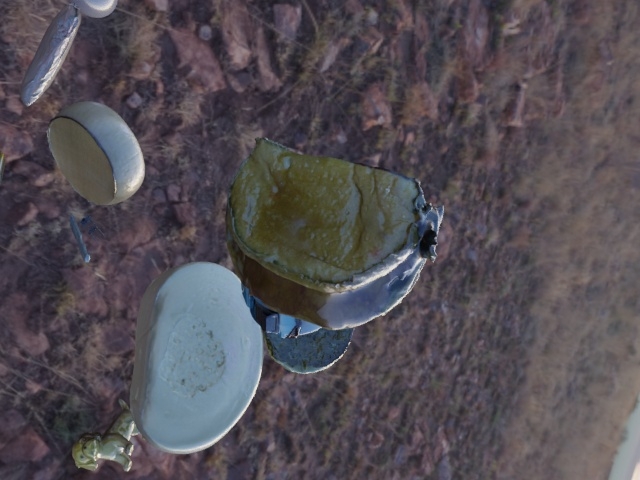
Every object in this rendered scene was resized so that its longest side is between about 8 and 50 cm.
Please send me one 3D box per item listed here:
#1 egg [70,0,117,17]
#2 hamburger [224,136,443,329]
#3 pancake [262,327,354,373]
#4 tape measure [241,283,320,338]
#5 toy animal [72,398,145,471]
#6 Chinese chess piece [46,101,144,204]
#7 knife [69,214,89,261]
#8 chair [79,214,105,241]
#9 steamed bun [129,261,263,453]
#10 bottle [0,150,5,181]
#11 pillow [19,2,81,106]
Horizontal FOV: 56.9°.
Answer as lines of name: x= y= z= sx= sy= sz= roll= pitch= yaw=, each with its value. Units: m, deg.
egg: x=-0.721 y=-0.785 z=1.853 sx=0.199 sy=0.146 sz=0.147 roll=55 pitch=54 yaw=-83
hamburger: x=0.000 y=0.000 z=0.756 sx=0.211 sy=0.308 sz=0.132 roll=-65 pitch=155 yaw=-11
pancake: x=-0.036 y=0.234 z=1.576 sx=0.254 sy=0.253 sz=0.037 roll=-59 pitch=179 yaw=-21
tape measure: x=-0.042 y=0.076 z=0.858 sx=0.125 sy=0.146 sz=0.081 roll=-9 pitch=127 yaw=-21
toy animal: x=-0.628 y=0.605 z=1.798 sx=0.233 sy=0.168 sz=0.121 roll=-48 pitch=157 yaw=-47
Chinese chess piece: x=-0.535 y=-0.204 z=1.407 sx=0.103 sy=0.249 sz=0.250 roll=-41 pitch=135 yaw=-43
knife: x=-0.672 y=-0.006 z=1.644 sx=0.015 sy=0.210 sz=0.028 roll=-3 pitch=127 yaw=-35
chair: x=-0.705 y=-0.036 z=1.824 sx=0.037 sy=0.042 sz=0.086 roll=-43 pitch=108 yaw=-20
steamed bun: x=-0.319 y=0.293 z=1.507 sx=0.289 sy=0.371 sz=0.456 roll=9 pitch=77 yaw=-22
bottle: x=-0.801 y=-0.164 z=1.405 sx=0.082 sy=0.286 sz=0.082 roll=-9 pitch=112 yaw=-22
pillow: x=-0.697 y=-0.485 z=1.529 sx=0.067 sy=0.173 sz=0.270 roll=28 pitch=103 yaw=-32
